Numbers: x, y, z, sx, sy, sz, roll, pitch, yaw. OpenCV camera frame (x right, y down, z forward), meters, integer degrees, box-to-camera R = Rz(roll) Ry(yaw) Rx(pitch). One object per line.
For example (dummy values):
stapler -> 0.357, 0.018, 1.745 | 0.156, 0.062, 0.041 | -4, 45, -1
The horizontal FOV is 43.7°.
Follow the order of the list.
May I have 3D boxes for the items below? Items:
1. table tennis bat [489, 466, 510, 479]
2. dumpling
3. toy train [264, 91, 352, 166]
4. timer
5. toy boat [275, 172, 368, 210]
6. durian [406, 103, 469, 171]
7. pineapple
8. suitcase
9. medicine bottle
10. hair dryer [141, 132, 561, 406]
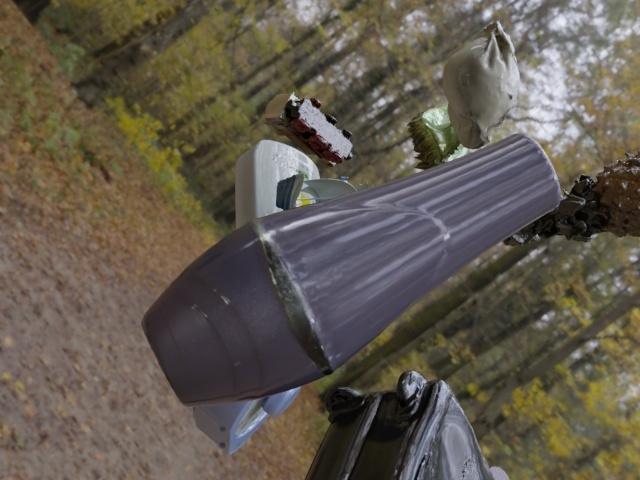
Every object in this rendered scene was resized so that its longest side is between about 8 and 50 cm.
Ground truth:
table tennis bat -> 0.302, 0.414, 1.383 | 0.083, 0.007, 0.050 | 20, 41, -36
dumpling -> 0.299, -0.305, 1.563 | 0.142, 0.247, 0.172 | 8, 10, -18
toy train -> -0.014, -0.157, 1.149 | 0.087, 0.050, 0.138 | 7, -25, 48
timer -> -0.132, 0.324, 1.927 | 0.173, 0.395, 0.395 | 38, -7, 14
toy boat -> -0.003, -0.076, 1.237 | 0.105, 0.149, 0.034 | 59, 24, -59
durian -> 0.302, -0.217, 1.775 | 0.163, 0.198, 0.394 | 69, 25, -13
pineapple -> 0.340, -0.043, 1.031 | 0.119, 0.237, 0.111 | 52, 35, -46
suitcase -> 0.104, 0.369, 0.929 | 0.339, 0.188, 0.345 | 61, 27, -16
medicine bottle -> -0.065, -0.017, 1.344 | 0.161, 0.111, 0.296 | 25, 48, -36
hair dryer -> 0.000, 0.000, 0.680 | 0.121, 0.301, 0.361 | 65, -8, -12
